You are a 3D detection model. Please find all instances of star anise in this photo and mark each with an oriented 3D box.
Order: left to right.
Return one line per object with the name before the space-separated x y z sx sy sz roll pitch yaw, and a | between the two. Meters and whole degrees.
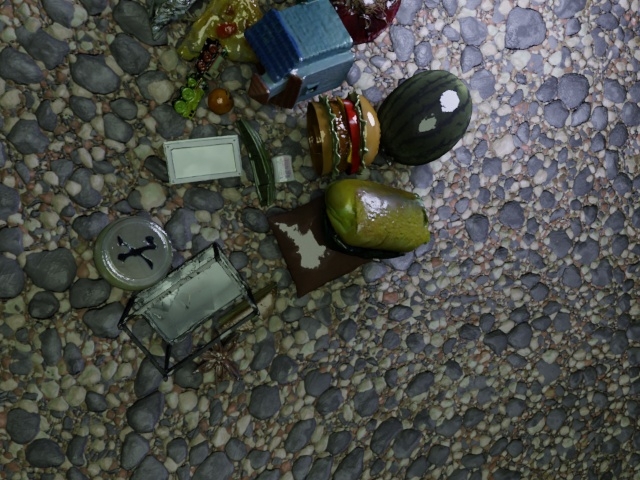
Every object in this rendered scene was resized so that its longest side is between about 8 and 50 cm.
star anise | -0.356 0.396 1.569 0.171 0.063 0.208 -3 103 -11

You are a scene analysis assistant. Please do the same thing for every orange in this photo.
orange | -0.313 -0.433 1.431 0.083 0.083 0.084 -3 100 -15

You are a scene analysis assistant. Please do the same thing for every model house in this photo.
model house | -0.107 -0.523 1.346 0.329 0.295 0.252 -35 90 -14

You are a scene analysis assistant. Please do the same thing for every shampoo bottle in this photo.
shampoo bottle | -0.127 -0.244 1.532 0.072 0.043 0.099 -11 101 -14

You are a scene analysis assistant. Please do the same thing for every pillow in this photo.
pillow | 0.000 0.000 1.572 0.307 0.108 0.306 -26 104 -16

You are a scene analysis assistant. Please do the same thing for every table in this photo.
table | -0.395 0.201 1.412 0.335 0.272 0.222 -35 107 -7

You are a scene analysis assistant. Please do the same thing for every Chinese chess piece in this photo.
Chinese chess piece | -0.561 0.037 1.393 0.237 0.092 0.238 9 75 -35

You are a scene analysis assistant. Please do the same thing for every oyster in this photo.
oyster | -0.402 -0.718 1.335 0.087 0.199 0.252 37 67 -59

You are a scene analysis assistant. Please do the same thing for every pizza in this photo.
pizza | -0.300 -0.616 1.392 0.287 0.075 0.280 -29 118 0

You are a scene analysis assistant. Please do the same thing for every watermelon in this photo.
watermelon | 0.330 -0.393 1.513 0.359 0.279 0.279 -39 107 -3

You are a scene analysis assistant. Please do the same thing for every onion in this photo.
onion | 0.096 -0.768 1.423 0.313 0.232 0.314 -8 127 -11

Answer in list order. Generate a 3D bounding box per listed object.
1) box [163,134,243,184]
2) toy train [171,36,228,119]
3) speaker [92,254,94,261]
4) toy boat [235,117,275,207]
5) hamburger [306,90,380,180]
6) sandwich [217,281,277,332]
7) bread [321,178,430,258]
box | -0.367 -0.254 1.442 0.225 0.086 0.130 -9 101 -13
toy train | -0.363 -0.488 1.384 0.085 0.053 0.250 23 110 -38
speaker | -0.660 0.063 1.436 0.094 0.060 0.075 31 90 17
toy boat | -0.201 -0.253 1.487 0.055 0.093 0.293 -23 105 -30
hamburger | 0.080 -0.336 1.459 0.212 0.274 0.275 -11 102 -9
sandwich | -0.228 0.244 1.561 0.244 0.090 0.088 -33 103 -8
bread | 0.180 -0.070 1.496 0.376 0.208 0.251 8 75 -35
